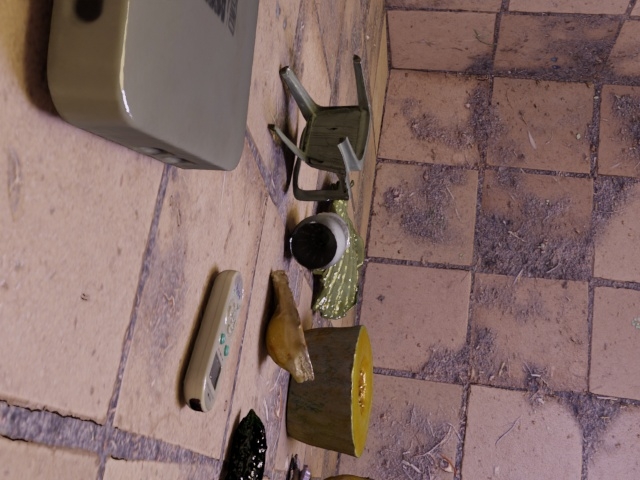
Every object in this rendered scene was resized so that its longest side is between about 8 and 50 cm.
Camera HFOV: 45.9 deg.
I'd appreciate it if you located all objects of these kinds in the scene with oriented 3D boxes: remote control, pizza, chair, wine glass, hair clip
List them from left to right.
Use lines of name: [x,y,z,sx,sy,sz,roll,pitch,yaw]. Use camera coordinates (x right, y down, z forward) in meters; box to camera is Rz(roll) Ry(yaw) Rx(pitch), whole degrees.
remote control: [-0.151,0.138,1.076,0.078,0.042,0.221,86,14,-53]
pizza: [-0.077,0.171,1.504,0.188,0.080,0.204,-117,-165,-62]
hair clip: [-0.067,0.675,1.906,0.292,0.084,0.106,-82,-170,-45]
wine glass: [0.000,0.000,1.707,0.241,0.126,0.126,-28,123,-82]
chair: [0.002,-0.205,1.481,0.274,0.190,0.203,63,35,-61]

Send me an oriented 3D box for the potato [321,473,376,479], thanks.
potato: [0.014,0.859,2.224,0.397,0.290,0.296,-50,146,15]

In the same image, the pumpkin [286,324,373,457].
pumpkin: [0.020,0.383,1.929,0.332,0.199,0.332,-2,90,-80]

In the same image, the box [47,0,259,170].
box: [-0.139,-0.266,0.743,0.373,0.090,0.367,18,79,-82]

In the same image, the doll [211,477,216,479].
doll: [-0.156,0.407,1.076,0.073,0.084,0.127,80,27,-69]

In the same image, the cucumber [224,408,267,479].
cucumber: [-0.136,0.424,1.277,0.072,0.072,0.300,82,15,-56]

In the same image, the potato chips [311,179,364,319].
potato chips: [0.050,0.010,2.133,0.373,0.097,0.389,78,20,-45]
